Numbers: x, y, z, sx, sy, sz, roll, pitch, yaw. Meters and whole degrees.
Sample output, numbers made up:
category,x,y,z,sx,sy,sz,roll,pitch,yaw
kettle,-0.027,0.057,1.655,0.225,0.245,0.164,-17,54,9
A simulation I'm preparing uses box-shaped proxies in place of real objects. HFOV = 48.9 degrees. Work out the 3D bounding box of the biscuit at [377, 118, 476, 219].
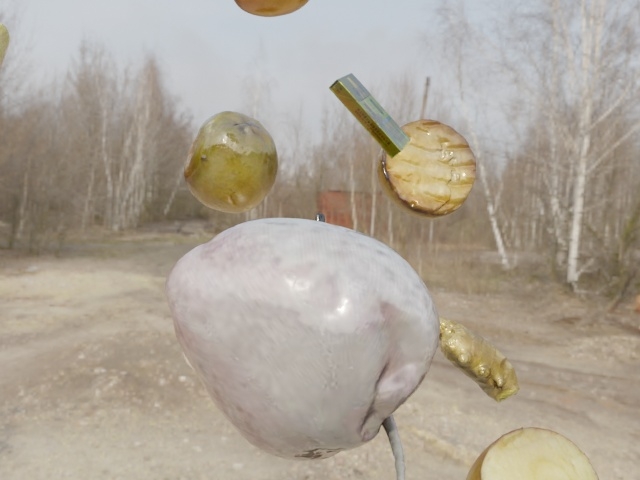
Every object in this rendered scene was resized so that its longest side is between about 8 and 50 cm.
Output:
category,x,y,z,sx,sy,sz,roll,pitch,yaw
biscuit,0.305,-0.205,2.043,0.296,0.296,0.102,3,-11,-13

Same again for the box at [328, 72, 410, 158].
category,x,y,z,sx,sy,sz,roll,pitch,yaw
box,0.105,-0.262,1.461,0.030,0.193,0.121,-40,4,25

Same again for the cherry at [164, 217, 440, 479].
category,x,y,z,sx,sy,sz,roll,pitch,yaw
cherry,-0.015,0.116,0.911,0.326,0.335,0.291,-20,20,27

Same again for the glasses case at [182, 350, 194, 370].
category,x,y,z,sx,sy,sz,roll,pitch,yaw
glasses case,-0.243,0.240,1.911,0.297,0.113,0.075,-42,28,-15

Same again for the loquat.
category,x,y,z,sx,sy,sz,roll,pitch,yaw
loquat,-0.238,-0.216,1.944,0.276,0.276,0.284,2,-37,-26

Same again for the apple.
category,x,y,z,sx,sy,sz,roll,pitch,yaw
apple,0.324,0.441,1.040,0.251,0.293,0.163,-12,-30,-37

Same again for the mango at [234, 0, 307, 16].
category,x,y,z,sx,sy,sz,roll,pitch,yaw
mango,-0.099,-0.547,1.508,0.187,0.138,0.257,4,21,-13

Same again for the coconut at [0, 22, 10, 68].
category,x,y,z,sx,sy,sz,roll,pitch,yaw
coconut,-0.668,-0.372,1.355,0.116,0.122,0.116,16,-14,4

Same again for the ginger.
category,x,y,z,sx,sy,sz,roll,pitch,yaw
ginger,0.286,0.215,1.291,0.205,0.081,0.115,40,-17,7

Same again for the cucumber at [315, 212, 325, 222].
category,x,y,z,sx,sy,sz,roll,pitch,yaw
cucumber,0.002,0.000,1.671,0.034,0.135,0.033,1,-9,20
